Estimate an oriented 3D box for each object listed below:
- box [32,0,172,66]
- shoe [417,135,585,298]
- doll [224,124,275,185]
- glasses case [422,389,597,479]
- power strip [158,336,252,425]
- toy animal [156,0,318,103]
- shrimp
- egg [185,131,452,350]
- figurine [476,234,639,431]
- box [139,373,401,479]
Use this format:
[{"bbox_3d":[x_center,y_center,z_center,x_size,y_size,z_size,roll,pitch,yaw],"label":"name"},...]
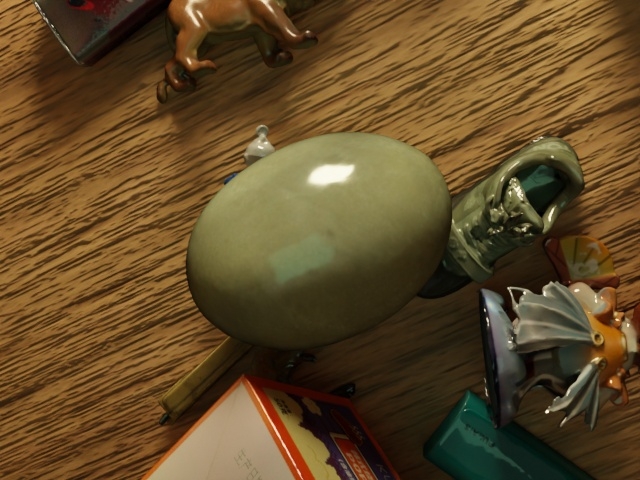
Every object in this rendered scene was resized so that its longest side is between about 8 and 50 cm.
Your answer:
[{"bbox_3d":[-0.274,-0.352,1.139,0.224,0.069,0.120,-32,93,11],"label":"box"},{"bbox_3d":[0.223,-0.022,1.080,0.293,0.149,0.109,-44,92,11],"label":"shoe"},{"bbox_3d":[-0.094,-0.050,1.170,0.114,0.057,0.227,12,104,-9],"label":"doll"},{"bbox_3d":[0.300,0.349,1.174,0.301,0.070,0.117,35,102,3],"label":"glasses case"},{"bbox_3d":[-0.137,0.165,1.206,0.044,0.064,0.305,46,102,2],"label":"power strip"},{"bbox_3d":[-0.108,-0.307,1.119,0.312,0.097,0.158,-13,85,13],"label":"toy animal"},{"bbox_3d":[0.001,0.164,1.194,0.152,0.046,0.219,40,101,1],"label":"shrimp"},{"bbox_3d":[0.000,0.000,1.048,0.352,0.258,0.258,-20,96,-3],"label":"egg"},{"bbox_3d":[0.402,0.126,1.035,0.388,0.248,0.277,-5,92,7],"label":"figurine"},{"bbox_3d":[-0.046,0.412,1.031,0.318,0.257,0.349,-47,52,13],"label":"box"}]
